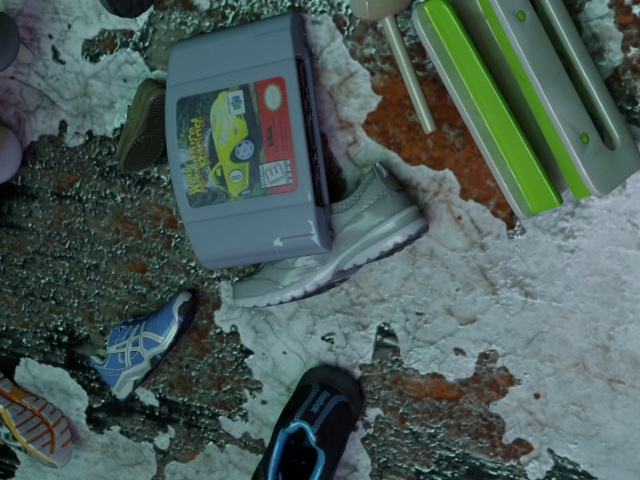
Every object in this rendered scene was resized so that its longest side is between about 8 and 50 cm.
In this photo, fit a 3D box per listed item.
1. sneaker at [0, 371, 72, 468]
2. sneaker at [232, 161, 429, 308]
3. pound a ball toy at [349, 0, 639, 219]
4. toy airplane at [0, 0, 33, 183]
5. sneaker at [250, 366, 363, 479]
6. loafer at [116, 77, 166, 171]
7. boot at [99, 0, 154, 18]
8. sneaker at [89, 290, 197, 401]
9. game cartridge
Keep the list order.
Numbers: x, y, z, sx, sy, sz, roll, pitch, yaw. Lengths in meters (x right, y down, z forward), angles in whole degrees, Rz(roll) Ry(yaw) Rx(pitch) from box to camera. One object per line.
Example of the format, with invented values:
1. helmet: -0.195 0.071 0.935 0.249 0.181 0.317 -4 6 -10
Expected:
1. sneaker: -0.462 0.276 1.789 0.215 0.084 0.083 37 122 16
2. sneaker: 0.000 0.000 1.495 0.281 0.105 0.115 -28 81 22
3. pound a ball toy: 0.201 -0.188 1.327 0.208 0.136 0.319 -20 102 53
4. toy airplane: -0.502 -0.123 1.545 0.386 0.272 0.384 -18 69 41
5. sneaker: -0.046 0.333 1.601 0.125 0.139 0.341 20 117 13
6. loafer: -0.228 -0.151 1.546 0.148 0.056 0.050 -57 46 35
7. boot: -0.338 -0.426 1.458 0.223 0.118 0.338 -3 115 38
8. sneaker: -0.248 0.138 1.644 0.081 0.080 0.211 42 118 -1
9. game cartridge: -0.095 -0.117 1.453 0.196 0.060 0.294 -10 86 29
